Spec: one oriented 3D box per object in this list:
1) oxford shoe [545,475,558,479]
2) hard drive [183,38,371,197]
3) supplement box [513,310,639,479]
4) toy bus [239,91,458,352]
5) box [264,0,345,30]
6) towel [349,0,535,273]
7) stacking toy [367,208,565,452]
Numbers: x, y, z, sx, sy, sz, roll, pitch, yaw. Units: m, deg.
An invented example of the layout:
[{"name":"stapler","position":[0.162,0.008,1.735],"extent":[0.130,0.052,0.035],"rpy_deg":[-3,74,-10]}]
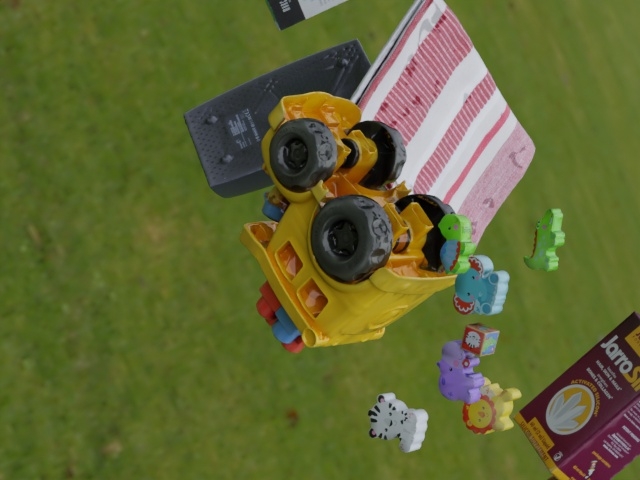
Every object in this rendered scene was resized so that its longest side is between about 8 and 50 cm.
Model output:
[{"name":"oxford shoe","position":[0.234,0.396,2.022],"extent":[0.097,0.271,0.098],"rpy_deg":[34,19,21]},{"name":"hard drive","position":[-0.040,-0.155,2.223],"extent":[0.054,0.255,0.172],"rpy_deg":[66,0,-46]},{"name":"supplement box","position":[0.326,0.186,1.919],"extent":[0.081,0.188,0.104],"rpy_deg":[41,11,-38]},{"name":"toy bus","position":[0.000,0.000,1.615],"extent":[0.149,0.211,0.220],"rpy_deg":[-4,57,-52]},{"name":"box","position":[0.046,-0.313,1.740],"extent":[0.100,0.244,0.060],"rpy_deg":[65,1,-56]},{"name":"towel","position":[0.158,-0.133,2.175],"extent":[0.237,0.037,0.329],"rpy_deg":[-58,136,-21]},{"name":"stacking toy","position":[0.129,0.075,1.485],"extent":[0.167,0.052,0.221],"rpy_deg":[-3,111,-52]}]
